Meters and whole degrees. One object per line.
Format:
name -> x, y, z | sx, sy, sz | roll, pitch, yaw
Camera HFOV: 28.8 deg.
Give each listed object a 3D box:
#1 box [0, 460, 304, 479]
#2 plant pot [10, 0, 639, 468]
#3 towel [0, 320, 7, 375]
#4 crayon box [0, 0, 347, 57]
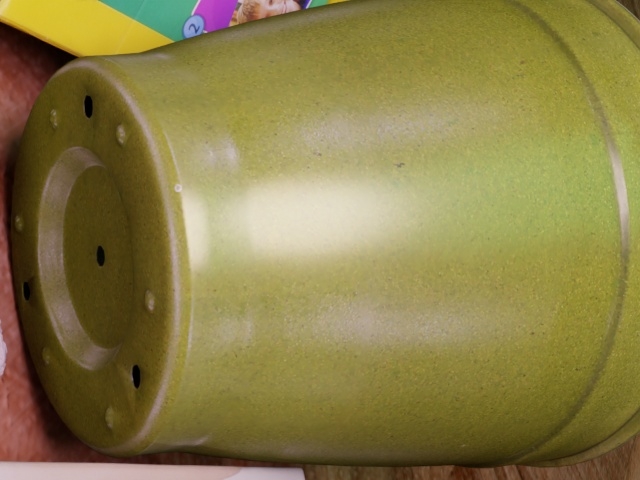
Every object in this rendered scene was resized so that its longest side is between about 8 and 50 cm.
box -> -0.145, 0.194, 0.715 | 0.311, 0.148, 0.121 | 18, 65, -57
plant pot -> 0.000, 0.000, 0.827 | 0.353, 0.366, 0.366 | -6, 83, -35
towel -> -0.271, -0.036, 0.689 | 0.187, 0.049, 0.282 | -16, 93, -59
crayon box -> -0.062, -0.279, 0.888 | 0.313, 0.106, 0.363 | 22, 98, -54
